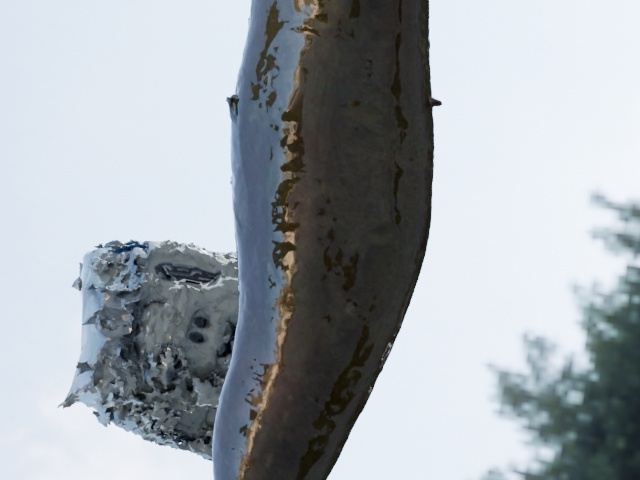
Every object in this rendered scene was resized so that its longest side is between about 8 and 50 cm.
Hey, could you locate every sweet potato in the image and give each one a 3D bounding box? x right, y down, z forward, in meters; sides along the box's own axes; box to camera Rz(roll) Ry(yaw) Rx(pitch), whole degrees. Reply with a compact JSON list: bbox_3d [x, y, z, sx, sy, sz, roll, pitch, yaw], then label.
[{"bbox_3d":[0.000,0.000,0.699,0.077,0.077,0.243,-4,-78,-48],"label":"sweet potato"}]

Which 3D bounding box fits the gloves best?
[{"bbox_3d":[-0.054,0.056,1.023,0.153,0.070,0.114,9,-110,-19],"label":"gloves"}]
